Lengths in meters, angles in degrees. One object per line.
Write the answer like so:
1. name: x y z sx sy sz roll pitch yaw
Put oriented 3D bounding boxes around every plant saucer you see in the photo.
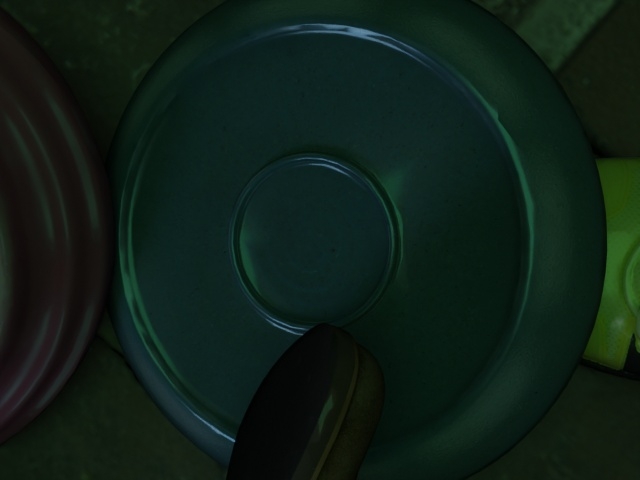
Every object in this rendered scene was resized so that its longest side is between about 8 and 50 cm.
1. plant saucer: -0.287 -0.002 0.619 0.332 0.084 0.332 0 108 1
2. plant saucer: 0.000 0.000 0.633 0.317 0.043 0.318 1 92 20

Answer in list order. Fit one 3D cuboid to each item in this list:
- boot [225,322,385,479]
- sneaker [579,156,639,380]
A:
1. boot: -0.004 0.173 0.598 0.115 0.112 0.305 14 123 -7
2. sneaker: 0.269 0.034 0.616 0.384 0.147 0.145 14 88 6
